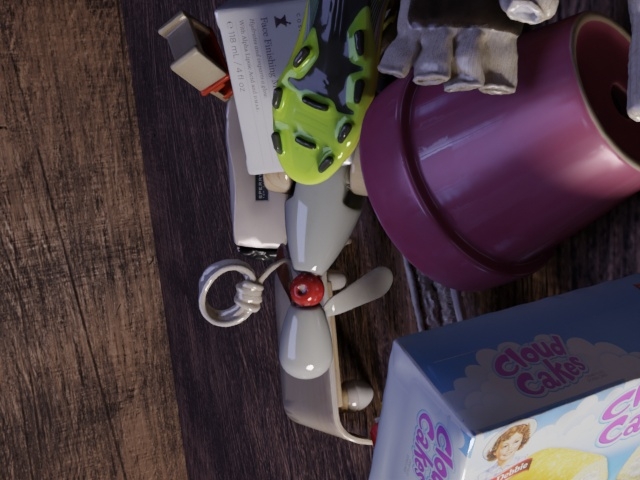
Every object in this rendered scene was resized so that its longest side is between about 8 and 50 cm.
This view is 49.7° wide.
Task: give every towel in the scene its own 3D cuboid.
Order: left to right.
[{"bbox_3d":[0.117,0.042,0.694,0.187,0.049,0.282,57,-159,-59],"label":"towel"}]

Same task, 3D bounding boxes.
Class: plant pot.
[{"bbox_3d":[0.162,-0.078,0.549,0.180,0.201,0.201,-28,73,49],"label":"plant pot"}]

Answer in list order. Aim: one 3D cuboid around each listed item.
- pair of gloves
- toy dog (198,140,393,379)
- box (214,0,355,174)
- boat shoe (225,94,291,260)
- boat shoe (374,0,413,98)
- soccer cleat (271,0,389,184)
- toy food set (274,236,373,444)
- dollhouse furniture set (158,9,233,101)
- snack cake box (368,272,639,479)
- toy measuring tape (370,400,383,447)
[{"bbox_3d":[0.166,-0.181,0.439,0.240,0.042,0.204,12,81,26],"label":"pair of gloves"},{"bbox_3d":[0.000,0.000,0.939,0.220,0.161,0.333,29,101,13],"label":"toy dog"},{"bbox_3d":[-0.026,-0.193,0.783,0.182,0.119,0.180,-77,-21,-62],"label":"box"},{"bbox_3d":[-0.105,-0.147,1.177,0.158,0.127,0.340,-126,42,-74],"label":"boat shoe"},{"bbox_3d":[0.111,-0.198,0.650,0.324,0.117,0.096,146,136,-68],"label":"boat shoe"},{"bbox_3d":[0.026,-0.191,0.628,0.094,0.121,0.289,17,110,17],"label":"soccer cleat"},{"bbox_3d":[0.010,0.159,1.104,0.220,0.093,0.305,162,105,-67],"label":"toy food set"},{"bbox_3d":[-0.089,-0.319,0.986,0.259,0.135,0.261,-31,66,20],"label":"dollhouse furniture set"},{"bbox_3d":[0.173,0.122,0.492,0.089,0.265,0.152,50,143,47],"label":"snack cake box"},{"bbox_3d":[0.107,0.219,0.835,0.330,0.122,0.121,179,81,-82],"label":"toy measuring tape"}]
